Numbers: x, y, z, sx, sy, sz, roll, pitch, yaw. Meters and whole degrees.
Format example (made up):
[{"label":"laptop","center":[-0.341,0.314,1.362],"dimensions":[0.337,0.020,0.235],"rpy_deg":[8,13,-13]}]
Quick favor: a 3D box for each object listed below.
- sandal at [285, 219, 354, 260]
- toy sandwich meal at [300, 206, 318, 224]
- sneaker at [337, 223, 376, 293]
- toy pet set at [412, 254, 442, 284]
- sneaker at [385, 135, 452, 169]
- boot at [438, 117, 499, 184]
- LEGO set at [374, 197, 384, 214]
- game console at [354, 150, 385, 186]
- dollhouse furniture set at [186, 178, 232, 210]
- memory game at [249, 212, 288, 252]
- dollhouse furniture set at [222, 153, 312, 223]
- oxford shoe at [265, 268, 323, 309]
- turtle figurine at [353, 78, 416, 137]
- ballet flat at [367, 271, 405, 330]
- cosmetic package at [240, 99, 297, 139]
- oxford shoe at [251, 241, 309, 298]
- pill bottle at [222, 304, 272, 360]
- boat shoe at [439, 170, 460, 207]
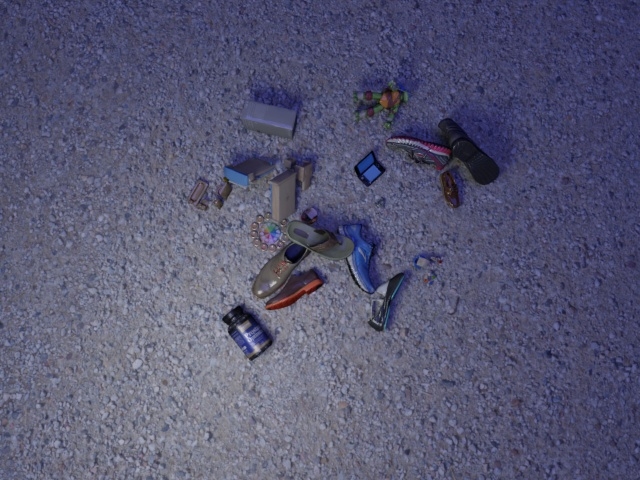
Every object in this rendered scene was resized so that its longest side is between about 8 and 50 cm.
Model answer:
[{"label":"sandal","center":[-0.002,0.001,1.763],"dimensions":[0.303,0.086,0.120],"rpy_deg":[18,78,-9]},{"label":"toy sandwich meal","center":[-0.049,-0.110,1.917],"dimensions":[0.086,0.029,0.085],"rpy_deg":[0,82,-2]},{"label":"sneaker","center":[0.186,0.074,1.854],"dimensions":[0.147,0.130,0.329],"rpy_deg":[-18,83,-2]},{"label":"toy pet set","center":[0.470,0.120,1.907],"dimensions":[0.114,0.065,0.122],"rpy_deg":[29,84,-34]},{"label":"sneaker","center":[0.443,-0.409,1.940],"dimensions":[0.300,0.121,0.111],"rpy_deg":[18,112,7]},{"label":"boot","center":[0.683,-0.416,1.932],"dimensions":[0.118,0.338,0.222],"rpy_deg":[-35,40,24]},{"label":"LEGO set","center":[0.276,-0.158,1.941],"dimensions":[0.054,0.023,0.083],"rpy_deg":[-9,83,-4]},{"label":"game console","center":[0.227,-0.327,1.937],"dimensions":[0.122,0.071,0.107],"rpy_deg":[-43,86,-6]},{"label":"dollhouse furniture set","center":[-0.502,-0.210,1.864],"dimensions":[0.151,0.123,0.144],"rpy_deg":[27,82,1]},{"label":"memory game","center":[-0.229,-0.036,1.909],"dimensions":[0.187,0.012,0.186],"rpy_deg":[0,83,-3]},{"label":"dollhouse furniture set","center":[-0.241,-0.258,1.907],"dimensions":[0.304,0.198,0.286],"rpy_deg":[24,41,25]},{"label":"oxford shoe","center":[-0.128,0.217,1.850],"dimensions":[0.272,0.097,0.098],"rpy_deg":[-26,69,-12]},{"label":"turtle figurine","center":[0.289,-0.613,1.906],"dimensions":[0.267,0.197,0.274],"rpy_deg":[-7,65,6]},{"label":"ballet flat","center":[0.281,0.258,1.855],"dimensions":[0.096,0.095,0.280],"rpy_deg":[20,82,12]},{"label":"cosmetic package","center":[-0.229,-0.548,1.921],"dimensions":[0.238,0.127,0.107],"rpy_deg":[15,82,1]},{"label":"oxford shoe","center":[-0.174,0.109,1.832],"dimensions":[0.123,0.130,0.348],"rpy_deg":[40,83,3]},{"label":"pill bottle","center":[-0.315,0.389,1.793],"dimensions":[0.123,0.123,0.219],"rpy_deg":[-39,86,-7]},{"label":"boat shoe","center":[0.600,-0.235,1.946],"dimensions":[0.064,0.060,0.177],"rpy_deg":[-16,84,-5]}]
